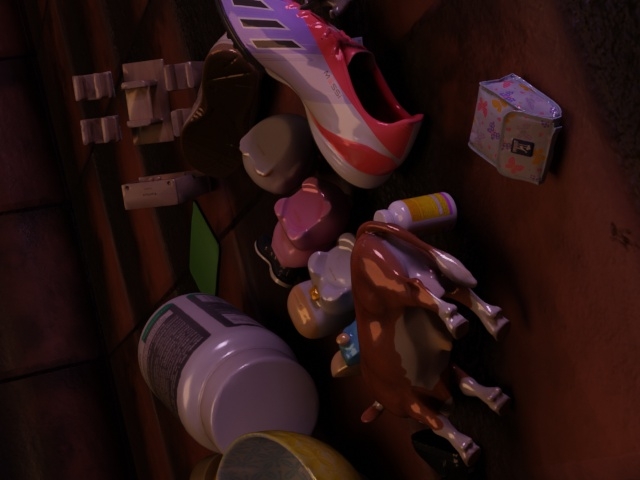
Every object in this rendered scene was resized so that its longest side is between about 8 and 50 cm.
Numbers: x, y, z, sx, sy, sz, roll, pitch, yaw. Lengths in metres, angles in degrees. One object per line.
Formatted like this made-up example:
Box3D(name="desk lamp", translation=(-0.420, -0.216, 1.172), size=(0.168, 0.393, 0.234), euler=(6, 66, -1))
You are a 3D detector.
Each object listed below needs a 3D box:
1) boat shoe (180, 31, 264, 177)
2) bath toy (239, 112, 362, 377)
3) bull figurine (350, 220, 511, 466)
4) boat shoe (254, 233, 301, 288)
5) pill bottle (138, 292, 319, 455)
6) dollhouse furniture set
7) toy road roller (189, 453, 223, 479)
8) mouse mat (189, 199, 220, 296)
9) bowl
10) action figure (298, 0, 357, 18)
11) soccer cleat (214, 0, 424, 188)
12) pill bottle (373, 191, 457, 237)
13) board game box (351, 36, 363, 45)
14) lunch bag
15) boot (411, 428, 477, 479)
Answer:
Box3D(name="boat shoe", translation=(-0.139, -0.209, 1.557), size=(0.302, 0.109, 0.098), euler=(112, 180, -54))
Box3D(name="bath toy", translation=(0.000, 0.000, 1.294), size=(0.151, 0.129, 0.348), euler=(-34, 63, 18))
Box3D(name="bull figurine", translation=(0.105, 0.120, 1.076), size=(0.188, 0.101, 0.310), euler=(28, 146, 40))
Box3D(name="boat shoe", translation=(-0.063, 0.022, 1.544), size=(0.042, 0.049, 0.133), euler=(-62, 29, 16))
Box3D(name="pill bottle", translation=(-0.152, 0.218, 1.635), size=(0.361, 0.204, 0.204), euler=(-156, 58, -64))
Box3D(name="dollhouse furniture set", translation=(-0.279, -0.187, 1.766), size=(0.161, 0.212, 0.242), euler=(-37, -59, -73))
Box3D(name="toy road roller", translation=(-0.159, 0.576, 1.899), size=(0.329, 0.241, 0.202), euler=(-69, 13, -21))
Box3D(name="mouse mat", translation=(-0.224, 0.034, 1.972), size=(0.152, 0.007, 0.189), euler=(-123, 32, -41))
Box3D(name="bowl", translation=(-0.005, 0.388, 1.401), size=(0.289, 0.156, 0.289), euler=(12, 105, 50))
Box3D(name="action figure", translation=(0.016, -0.317, 1.068), size=(0.276, 0.141, 0.164), euler=(18, 131, 65))
Box3D(name="soccer cleat", translation=(-0.002, -0.210, 1.161), size=(0.318, 0.109, 0.116), euler=(54, 136, 13))
Box3D(name="pill bottle", translation=(0.100, -0.024, 1.083), size=(0.043, 0.083, 0.043), euler=(169, 90, -67))
Box3D(name="board game box", translation=(0.030, -0.197, 1.247), size=(0.090, 0.020, 0.090), euler=(-175, 75, -66))
Box3D(name="lunch bag", translation=(0.175, -0.098, 0.914), size=(0.083, 0.053, 0.071), euler=(45, 143, 38))
Box3D(name="boot", translation=(0.148, 0.274, 1.169), size=(0.121, 0.045, 0.099), euler=(8, 111, 65))
